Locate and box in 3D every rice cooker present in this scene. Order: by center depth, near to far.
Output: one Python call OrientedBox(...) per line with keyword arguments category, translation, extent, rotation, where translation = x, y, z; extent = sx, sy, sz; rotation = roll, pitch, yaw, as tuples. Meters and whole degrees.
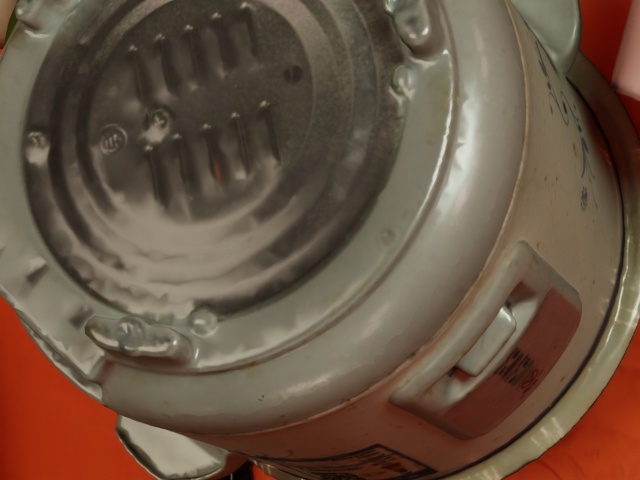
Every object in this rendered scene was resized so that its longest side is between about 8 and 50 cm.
OrientedBox(category="rice cooker", translation=(0.005, -0.015, 0.755), extent=(0.264, 0.316, 0.317), rotation=(37, 118, 27))

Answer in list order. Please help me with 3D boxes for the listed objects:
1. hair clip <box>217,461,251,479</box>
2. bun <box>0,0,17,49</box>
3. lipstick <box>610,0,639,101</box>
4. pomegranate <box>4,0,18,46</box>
OrientedBox(category="hair clip", translation=(-0.101, 0.057, 1.090), extent=(0.275, 0.048, 0.083), rotation=(58, 135, 39))
OrientedBox(category="bun", translation=(-0.191, -0.211, 1.184), extent=(0.183, 0.102, 0.183), rotation=(-44, 36, 43))
OrientedBox(category="lipstick", translation=(0.201, -0.209, 0.663), extent=(0.087, 0.087, 0.327), rotation=(30, 112, 50))
OrientedBox(category="pomegranate", translation=(-0.100, -0.137, 1.012), extent=(0.181, 0.181, 0.224), rotation=(-44, 34, 43))
